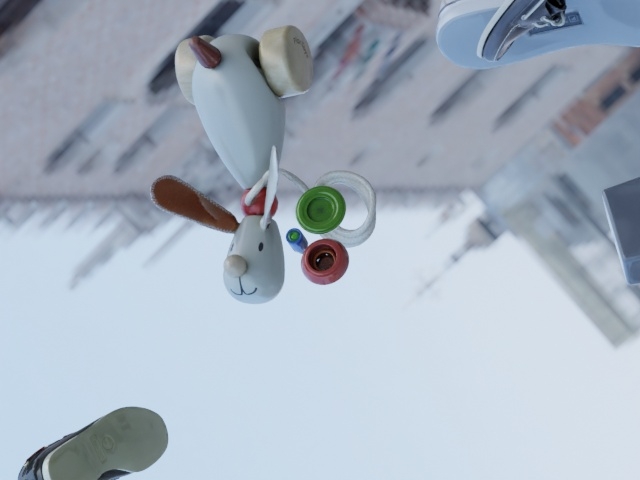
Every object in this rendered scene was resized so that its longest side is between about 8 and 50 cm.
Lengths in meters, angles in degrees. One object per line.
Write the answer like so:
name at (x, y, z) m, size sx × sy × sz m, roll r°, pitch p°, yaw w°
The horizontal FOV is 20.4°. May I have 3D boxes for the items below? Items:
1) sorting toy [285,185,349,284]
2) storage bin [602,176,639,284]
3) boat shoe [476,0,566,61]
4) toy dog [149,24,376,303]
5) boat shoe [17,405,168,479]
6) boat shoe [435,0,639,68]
sorting toy at (0.000, 0.000, 1.757) m, size 0.042 × 0.061 × 0.102 m, roll 57°, pitch -151°, yaw -65°
storage bin at (0.372, -0.018, 1.990) m, size 0.098 × 0.091 × 0.135 m, roll 67°, pitch -170°, yaw -51°
boat shoe at (0.243, -0.260, 1.958) m, size 0.065 × 0.206 × 0.075 m, roll 41°, pitch -139°, yaw 5°
toy dog at (-0.096, -0.109, 2.037) m, size 0.161 × 0.220 × 0.333 m, roll 15°, pitch -131°, yaw -61°
boat shoe at (-0.161, 0.153, 1.267) m, size 0.133 × 0.042 × 0.049 m, roll -21°, pitch -90°, yaw -52°
boat shoe at (0.319, -0.307, 2.096) m, size 0.136 × 0.367 × 0.156 m, roll 59°, pitch -152°, yaw -44°
